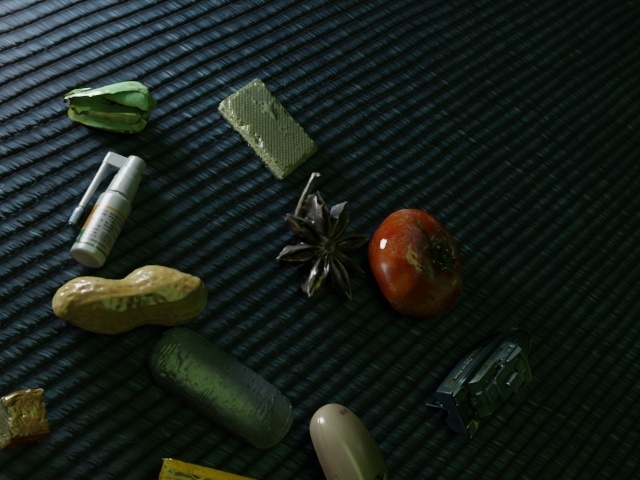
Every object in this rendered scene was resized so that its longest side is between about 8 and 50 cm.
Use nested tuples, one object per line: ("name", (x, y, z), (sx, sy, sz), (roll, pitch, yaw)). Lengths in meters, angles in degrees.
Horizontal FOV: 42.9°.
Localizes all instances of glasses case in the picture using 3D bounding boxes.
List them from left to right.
("glasses case", (-0.172, 0.258, 1.422), (0.282, 0.067, 0.109), (37, 60, -11))

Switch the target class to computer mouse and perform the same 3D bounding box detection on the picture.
("computer mouse", (0.062, 0.400, 1.444), (0.236, 0.082, 0.145), (65, 16, 13))

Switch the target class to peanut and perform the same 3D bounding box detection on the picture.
("peanut", (-0.321, 0.103, 1.390), (0.263, 0.101, 0.117), (-8, 31, -27))

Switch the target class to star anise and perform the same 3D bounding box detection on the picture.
("star anise", (0.001, 0.000, 1.609), (0.230, 0.081, 0.262), (-15, 88, -31))

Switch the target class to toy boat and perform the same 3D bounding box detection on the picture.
("toy boat", (0.350, 0.268, 1.654), (0.296, 0.122, 0.114), (-37, 114, -36))

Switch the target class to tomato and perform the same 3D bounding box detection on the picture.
("tomato", (0.211, 0.040, 1.672), (0.236, 0.095, 0.237), (18, 59, -34))

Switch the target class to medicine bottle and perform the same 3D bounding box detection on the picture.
("medicine bottle", (-0.385, -0.061, 1.454), (0.092, 0.061, 0.221), (19, 60, 2))

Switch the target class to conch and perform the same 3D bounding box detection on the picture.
("conch", (-0.389, -0.242, 1.520), (0.170, 0.079, 0.106), (-7, 66, -13))

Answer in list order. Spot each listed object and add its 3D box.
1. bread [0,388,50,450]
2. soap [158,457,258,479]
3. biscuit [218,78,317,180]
("bread", (-0.464, 0.276, 1.262), (0.070, 0.076, 0.083), (-1, 69, -40))
("soap", (-0.116, 0.474, 1.288), (0.324, 0.096, 0.204), (21, 19, -17))
("biscuit", (-0.106, -0.230, 1.676), (0.199, 0.040, 0.121), (49, 55, -1))
